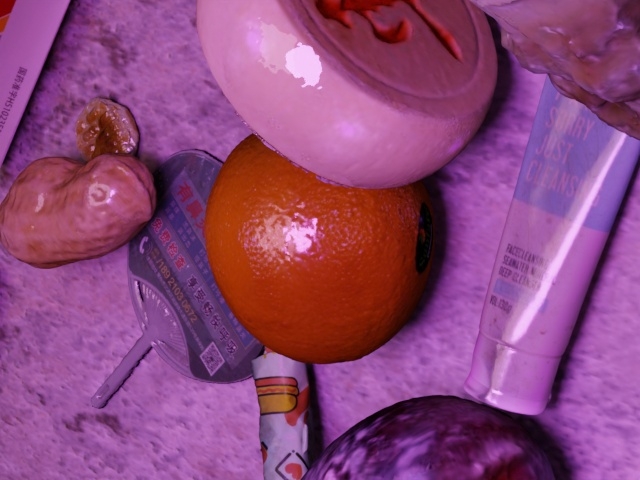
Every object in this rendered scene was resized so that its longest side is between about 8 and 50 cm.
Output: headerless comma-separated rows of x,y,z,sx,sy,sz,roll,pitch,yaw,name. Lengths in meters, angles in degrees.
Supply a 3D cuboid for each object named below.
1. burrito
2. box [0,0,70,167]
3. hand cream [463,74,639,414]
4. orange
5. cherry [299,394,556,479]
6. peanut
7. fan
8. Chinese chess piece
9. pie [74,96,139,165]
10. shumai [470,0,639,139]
-0.021,0.226,1.723,0.054,0.104,0.288,-9,68,1,burrito
-0.356,-0.245,1.920,0.069,0.214,0.353,-88,22,-59,box
0.188,-0.020,1.524,0.111,0.070,0.312,23,104,36,hand cream
0.000,0.000,1.618,0.206,0.206,0.206,4,96,43,orange
0.088,0.251,1.539,0.296,0.218,0.255,-24,84,56,cherry
-0.234,-0.031,1.877,0.226,0.095,0.108,-10,112,50,peanut
-0.114,0.069,1.847,0.223,0.012,0.294,28,112,37,fan
0.024,-0.160,1.536,0.097,0.251,0.251,-43,65,39,Chinese chess piece
-0.208,-0.099,1.913,0.084,0.020,0.084,5,97,42,pie
0.200,-0.228,1.304,0.395,0.348,0.395,7,100,40,shumai
